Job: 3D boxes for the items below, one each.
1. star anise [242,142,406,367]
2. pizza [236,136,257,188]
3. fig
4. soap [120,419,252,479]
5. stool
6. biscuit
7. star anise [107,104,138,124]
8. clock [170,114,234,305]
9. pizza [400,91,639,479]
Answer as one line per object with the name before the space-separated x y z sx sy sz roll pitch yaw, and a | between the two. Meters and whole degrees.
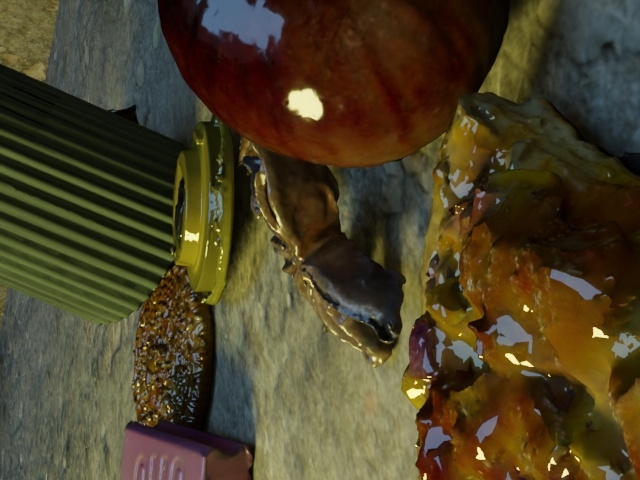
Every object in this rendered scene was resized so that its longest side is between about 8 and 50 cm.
star anise | 0.000 0.007 0.643 0.208 0.063 0.172 56 165 12
pizza | -0.033 -0.106 0.773 0.195 0.052 0.185 -108 30 -50
fig | 0.012 -0.162 0.533 0.214 0.235 0.234 -26 -50 -70
soap | -0.157 0.276 0.901 0.203 0.066 0.122 -5 80 53
stool | -0.386 -0.074 1.075 0.297 0.330 0.297 -24 53 36
biscuit | -0.213 0.169 1.099 0.305 0.038 0.305 -20 67 61
star anise | -0.403 -0.111 1.412 0.346 0.148 0.237 -31 53 43
clock | -0.144 -0.040 0.941 0.237 0.057 0.236 -177 90 -74
pizza | 0.125 0.100 0.378 0.278 0.114 0.408 149 120 -64
